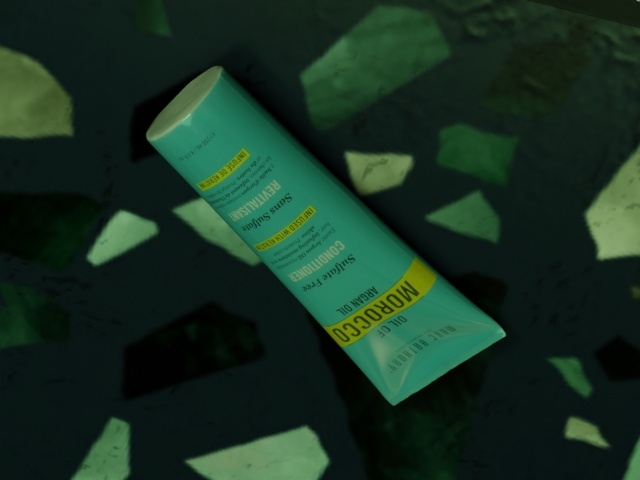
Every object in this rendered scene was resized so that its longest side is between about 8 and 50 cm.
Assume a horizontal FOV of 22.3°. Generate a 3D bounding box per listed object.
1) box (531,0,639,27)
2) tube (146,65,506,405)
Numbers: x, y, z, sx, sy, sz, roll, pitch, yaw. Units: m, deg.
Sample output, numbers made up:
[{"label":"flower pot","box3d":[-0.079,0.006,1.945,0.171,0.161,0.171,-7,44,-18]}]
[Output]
[{"label":"box","box3d":[0.063,-0.233,0.665,0.307,0.076,0.242,13,118,-8]},{"label":"tube","box3d":[0.000,0.000,0.837,0.080,0.052,0.207,-33,112,32]}]
